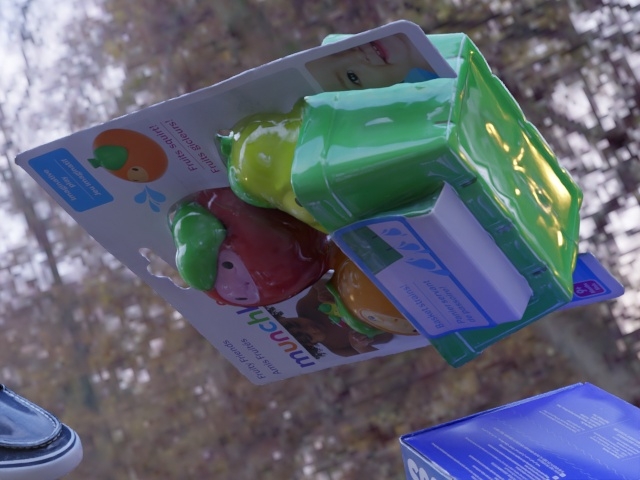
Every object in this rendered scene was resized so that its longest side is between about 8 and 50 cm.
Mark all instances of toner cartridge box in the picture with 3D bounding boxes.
[{"bbox_3d":[0.193,0.190,1.072,0.165,0.075,0.348,-16,13,-14],"label":"toner cartridge box"}]

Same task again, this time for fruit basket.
[{"bbox_3d":[0.000,0.000,1.170,0.353,0.165,0.327,-20,-47,27],"label":"fruit basket"}]

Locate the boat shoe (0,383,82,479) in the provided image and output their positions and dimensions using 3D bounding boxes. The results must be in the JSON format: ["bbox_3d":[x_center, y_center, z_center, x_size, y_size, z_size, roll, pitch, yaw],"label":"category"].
[{"bbox_3d":[-0.232,0.091,0.967,0.065,0.183,0.083,-46,-38,-55],"label":"boat shoe"}]
